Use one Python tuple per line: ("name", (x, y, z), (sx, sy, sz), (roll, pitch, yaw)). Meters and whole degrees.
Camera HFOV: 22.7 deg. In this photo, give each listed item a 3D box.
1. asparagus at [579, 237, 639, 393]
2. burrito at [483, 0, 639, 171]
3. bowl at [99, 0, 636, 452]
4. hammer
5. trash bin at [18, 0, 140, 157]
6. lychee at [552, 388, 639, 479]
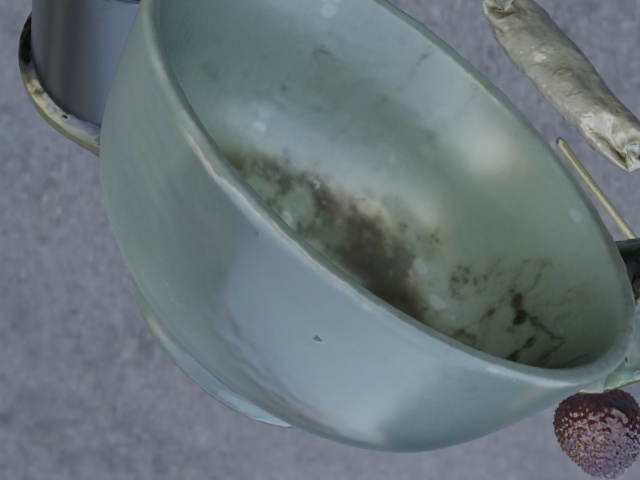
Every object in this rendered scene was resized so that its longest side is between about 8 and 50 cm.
("asparagus", (0.079, 0.077, 1.224), (0.382, 0.128, 0.108), (-8, 121, 12))
("burrito", (0.268, -0.167, 1.698), (0.082, 0.275, 0.059), (-10, 141, -38))
("bowl", (0.000, 0.000, 0.788), (0.289, 0.289, 0.146), (24, 123, -29))
("hammer", (0.317, -0.039, 1.806), (0.060, 0.195, 0.028), (-8, 147, -49))
("trash bin", (-0.177, -0.199, 1.493), (0.214, 0.214, 0.334), (3, 156, -6))
("lychee", (0.374, 0.255, 2.139), (0.123, 0.129, 0.123), (4, 159, 1))
